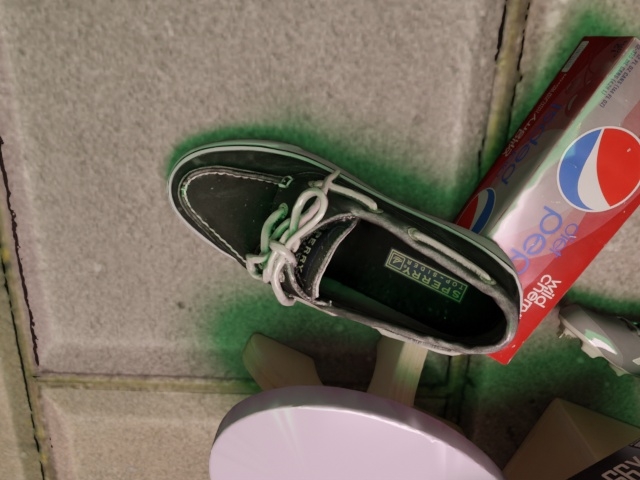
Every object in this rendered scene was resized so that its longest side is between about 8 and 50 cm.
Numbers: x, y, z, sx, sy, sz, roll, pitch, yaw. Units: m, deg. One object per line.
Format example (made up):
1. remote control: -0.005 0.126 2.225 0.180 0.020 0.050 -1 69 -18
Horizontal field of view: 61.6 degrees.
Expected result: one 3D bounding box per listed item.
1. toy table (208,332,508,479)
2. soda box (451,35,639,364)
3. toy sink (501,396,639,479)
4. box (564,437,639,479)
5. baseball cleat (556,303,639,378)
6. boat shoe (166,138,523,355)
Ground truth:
1. toy table: 0.041 0.189 0.496 0.274 0.161 0.252 39 107 -13
2. soda box: 0.188 -0.030 0.451 0.092 0.083 0.263 29 109 -10
3. toy sink: 0.272 0.312 0.560 0.153 0.131 0.234 23 110 -8
4. box: 0.254 0.330 0.423 0.243 0.076 0.307 -21 102 -12
5. baseball cleat: 0.327 0.093 0.507 0.206 0.072 0.109 29 109 -13
6. boat shoe: -0.001 0.004 0.409 0.306 0.105 0.113 28 107 13
